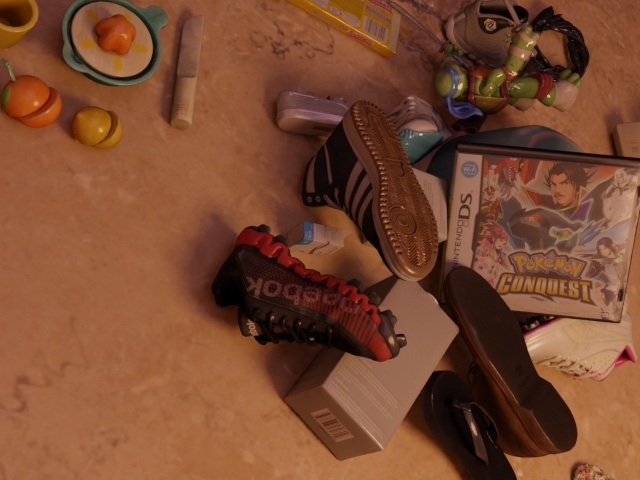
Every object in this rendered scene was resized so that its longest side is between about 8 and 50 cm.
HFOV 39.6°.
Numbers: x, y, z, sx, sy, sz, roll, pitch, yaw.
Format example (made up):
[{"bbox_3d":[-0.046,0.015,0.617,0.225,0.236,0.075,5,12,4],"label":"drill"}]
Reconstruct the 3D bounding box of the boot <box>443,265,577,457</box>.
[{"bbox_3d":[0.247,0.185,1.304,0.112,0.115,0.305,-27,87,-43],"label":"boot"}]

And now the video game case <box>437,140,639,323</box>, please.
[{"bbox_3d":[0.323,-0.011,1.316,0.275,0.035,0.248,6,104,4],"label":"video game case"}]

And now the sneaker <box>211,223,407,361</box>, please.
[{"bbox_3d":[-0.026,0.091,1.125,0.276,0.097,0.135,30,62,25],"label":"sneaker"}]

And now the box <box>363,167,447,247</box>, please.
[{"bbox_3d":[0.126,-0.042,1.331,0.087,0.102,0.101,17,63,-29],"label":"box"}]

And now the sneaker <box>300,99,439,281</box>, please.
[{"bbox_3d":[0.062,-0.041,1.239,0.099,0.153,0.282,9,53,-37],"label":"sneaker"}]

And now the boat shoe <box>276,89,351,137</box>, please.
[{"bbox_3d":[0.017,-0.191,1.350,0.184,0.066,0.063,3,70,-22],"label":"boat shoe"}]

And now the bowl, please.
[{"bbox_3d":[0.341,-0.063,1.445,0.312,0.163,0.311,12,65,-29],"label":"bowl"}]

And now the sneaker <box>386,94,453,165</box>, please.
[{"bbox_3d":[0.138,-0.170,1.365,0.092,0.087,0.229,54,16,1],"label":"sneaker"}]

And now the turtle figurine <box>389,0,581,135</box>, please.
[{"bbox_3d":[0.295,-0.309,1.464,0.266,0.198,0.274,7,59,-39],"label":"turtle figurine"}]

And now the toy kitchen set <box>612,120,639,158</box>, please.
[{"bbox_3d":[0.689,-0.154,1.779,0.207,0.166,0.122,-6,70,3],"label":"toy kitchen set"}]

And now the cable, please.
[{"bbox_3d":[0.455,-0.365,1.725,0.150,0.047,0.184,50,50,-13],"label":"cable"}]

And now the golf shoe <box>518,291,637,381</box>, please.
[{"bbox_3d":[0.410,0.169,1.429,0.306,0.115,0.140,-12,81,-35],"label":"golf shoe"}]

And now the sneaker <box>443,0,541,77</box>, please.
[{"bbox_3d":[0.341,-0.349,1.581,0.229,0.132,0.086,30,57,-20],"label":"sneaker"}]

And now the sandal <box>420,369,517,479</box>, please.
[{"bbox_3d":[0.225,0.279,1.257,0.254,0.055,0.097,55,44,-20],"label":"sandal"}]

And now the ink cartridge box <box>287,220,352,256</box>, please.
[{"bbox_3d":[0.000,0.000,1.262,0.083,0.048,0.028,11,65,-29],"label":"ink cartridge box"}]

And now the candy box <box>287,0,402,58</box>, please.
[{"bbox_3d":[0.043,-0.390,1.466,0.206,0.027,0.105,24,56,-24],"label":"candy box"}]

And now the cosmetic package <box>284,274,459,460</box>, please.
[{"bbox_3d":[0.075,0.166,1.213,0.127,0.107,0.238,49,50,-8],"label":"cosmetic package"}]

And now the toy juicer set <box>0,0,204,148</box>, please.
[{"bbox_3d":[-0.264,-0.225,1.155,0.329,0.089,0.209,-6,74,-36],"label":"toy juicer set"}]

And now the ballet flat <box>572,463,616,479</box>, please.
[{"bbox_3d":[0.486,0.451,1.382,0.091,0.077,0.240,-30,88,-37],"label":"ballet flat"}]
